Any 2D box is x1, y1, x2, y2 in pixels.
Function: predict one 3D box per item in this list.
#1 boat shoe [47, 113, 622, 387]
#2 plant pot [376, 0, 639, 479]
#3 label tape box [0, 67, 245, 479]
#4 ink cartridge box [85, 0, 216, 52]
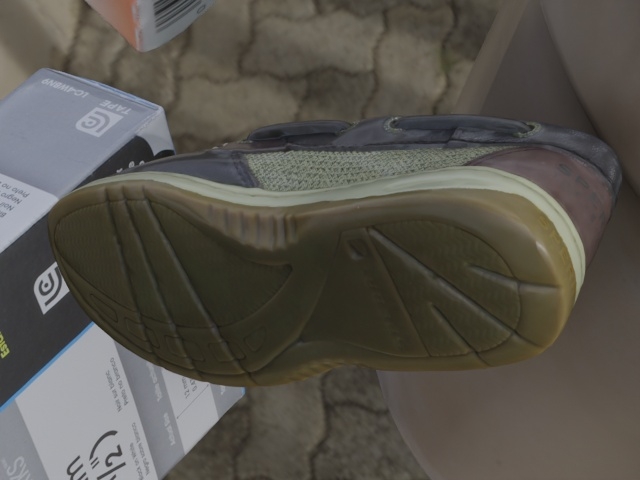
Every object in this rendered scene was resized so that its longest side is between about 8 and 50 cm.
[{"bbox_3d":[0.000,-0.001,0.508,0.223,0.080,0.073,-2,27,44],"label":"boat shoe"},{"bbox_3d":[0.168,-0.004,0.635,0.280,0.323,0.323,-47,47,42],"label":"plant pot"},{"bbox_3d":[-0.208,0.102,0.881,0.115,0.249,0.348,19,50,30],"label":"label tape box"},{"bbox_3d":[-0.102,-0.160,0.458,0.179,0.145,0.045,40,68,18],"label":"ink cartridge box"}]
